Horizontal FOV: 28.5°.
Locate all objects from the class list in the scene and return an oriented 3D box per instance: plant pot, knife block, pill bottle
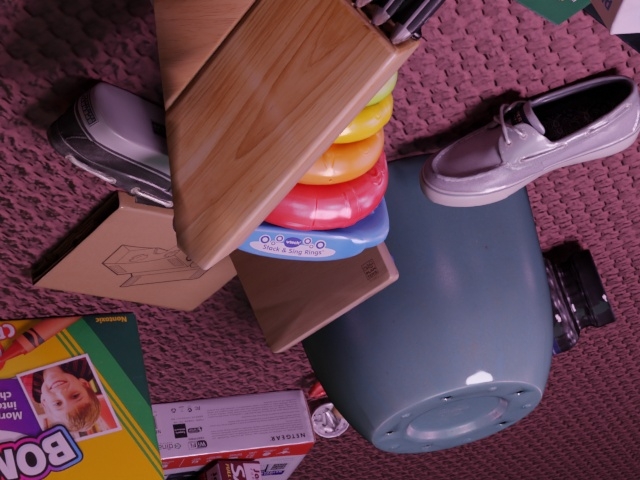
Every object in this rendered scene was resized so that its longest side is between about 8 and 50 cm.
[{"bbox_3d":[0.113,0.086,1.338,0.293,0.235,0.293,-12,153,-6],"label":"plant pot"},{"bbox_3d":[0.013,-0.122,0.869,0.242,0.275,0.088,0,-167,17],"label":"knife block"},{"bbox_3d":[0.238,0.091,1.531,0.219,0.122,0.123,-20,152,11],"label":"pill bottle"}]

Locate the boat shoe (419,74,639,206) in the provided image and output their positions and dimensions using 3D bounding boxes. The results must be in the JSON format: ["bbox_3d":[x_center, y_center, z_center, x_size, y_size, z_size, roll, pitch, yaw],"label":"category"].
[{"bbox_3d":[0.200,-0.105,1.211,0.227,0.079,0.081,-19,143,-2],"label":"boat shoe"}]

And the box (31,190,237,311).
[{"bbox_3d":[-0.168,0.015,1.297,0.201,0.021,0.164,13,142,-41],"label":"box"}]

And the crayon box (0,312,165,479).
[{"bbox_3d":[-0.352,0.244,1.314,0.363,0.313,0.106,-3,150,-23],"label":"crayon box"}]

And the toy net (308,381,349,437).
[{"bbox_3d":[0.031,0.228,1.748,0.122,0.045,0.232,-12,153,-30],"label":"toy net"}]

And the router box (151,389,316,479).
[{"bbox_3d":[-0.210,0.322,1.780,0.335,0.082,0.301,-4,150,-21],"label":"router box"}]

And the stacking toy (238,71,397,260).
[{"bbox_3d":[0.004,-0.142,0.987,0.175,0.165,0.302,6,133,-18],"label":"stacking toy"}]

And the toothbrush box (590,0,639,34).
[{"bbox_3d":[0.302,-0.286,0.810,0.216,0.126,0.295,-5,141,-19],"label":"toothbrush box"}]

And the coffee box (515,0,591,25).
[{"bbox_3d":[0.165,-0.238,0.959,0.184,0.040,0.113,18,140,-39],"label":"coffee box"}]

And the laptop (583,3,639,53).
[{"bbox_3d":[0.369,-0.257,1.069,0.264,0.136,0.234,-23,167,-49],"label":"laptop"}]

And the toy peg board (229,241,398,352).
[{"bbox_3d":[0.000,0.000,1.220,0.161,0.160,0.079,-35,162,33],"label":"toy peg board"}]

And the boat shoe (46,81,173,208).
[{"bbox_3d":[-0.140,-0.068,1.105,0.070,0.077,0.219,-32,140,28],"label":"boat shoe"}]

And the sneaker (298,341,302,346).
[{"bbox_3d":[-0.026,0.092,1.493,0.057,0.047,0.119,-34,155,19],"label":"sneaker"}]

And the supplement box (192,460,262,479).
[{"bbox_3d":[-0.161,0.407,1.730,0.073,0.130,0.239,9,144,-37],"label":"supplement box"}]
